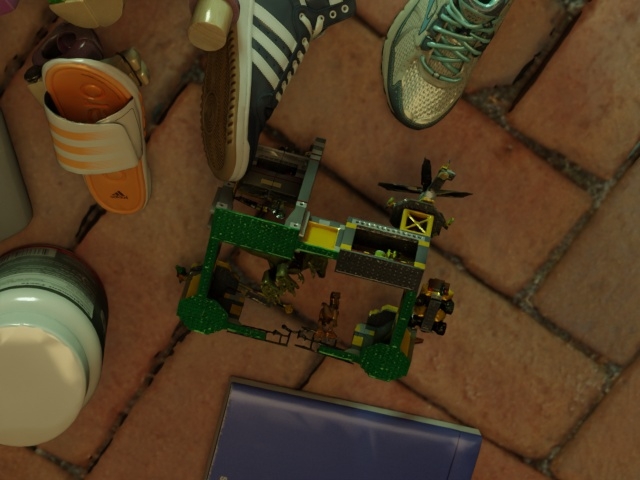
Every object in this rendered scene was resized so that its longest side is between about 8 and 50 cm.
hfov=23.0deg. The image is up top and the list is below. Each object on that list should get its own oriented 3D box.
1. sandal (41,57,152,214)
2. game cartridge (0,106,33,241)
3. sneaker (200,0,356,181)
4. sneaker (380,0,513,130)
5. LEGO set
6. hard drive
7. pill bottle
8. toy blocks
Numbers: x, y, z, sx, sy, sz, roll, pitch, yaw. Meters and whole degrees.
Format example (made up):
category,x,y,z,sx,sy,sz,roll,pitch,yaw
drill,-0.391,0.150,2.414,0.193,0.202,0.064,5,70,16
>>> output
category,x,y,z,sx,sy,sz,roll,pitch,yaw
sandal,-0.238,-0.093,1.728,0.102,0.076,0.265,1,143,10
game cartridge,-0.483,-0.051,1.761,0.297,0.062,0.198,-13,125,-4
sneaker,-0.045,-0.199,1.735,0.153,0.099,0.282,5,81,-27
sneaker,0.153,-0.254,1.771,0.110,0.122,0.283,21,102,-10
LEGO set,0.000,0.000,1.822,0.331,0.192,0.255,9,133,6
hard drive,0.019,0.301,1.946,0.319,0.040,0.210,13,103,-9
pill bottle,-0.318,0.114,1.738,0.161,0.283,0.161,-1,105,-5
toy blocks,-0.227,-0.350,1.681,0.289,0.260,0.309,-10,136,23
